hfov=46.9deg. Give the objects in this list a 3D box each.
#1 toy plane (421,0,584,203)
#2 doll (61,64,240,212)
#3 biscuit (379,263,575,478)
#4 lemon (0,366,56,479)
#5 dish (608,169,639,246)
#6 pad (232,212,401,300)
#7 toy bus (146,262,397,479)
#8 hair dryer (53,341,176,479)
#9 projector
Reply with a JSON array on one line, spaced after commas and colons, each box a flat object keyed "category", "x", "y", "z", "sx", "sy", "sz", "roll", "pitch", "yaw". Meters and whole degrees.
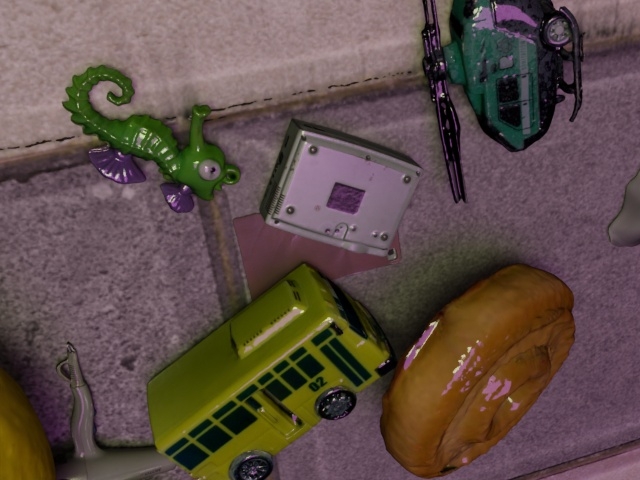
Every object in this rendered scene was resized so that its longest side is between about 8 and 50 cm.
[{"category": "toy plane", "x": 0.170, "y": -0.223, "z": 0.747, "sx": 0.155, "sy": 0.106, "sz": 0.381, "roll": -14, "pitch": 125, "yaw": 3}, {"category": "doll", "x": -0.163, "y": -0.099, "z": 0.731, "sx": 0.190, "sy": 0.050, "sz": 0.115, "roll": 27, "pitch": 109, "yaw": -25}, {"category": "biscuit", "x": 0.199, "y": 0.166, "z": 0.887, "sx": 0.296, "sy": 0.102, "sz": 0.296, "roll": -28, "pitch": 139, "yaw": -27}, {"category": "lemon", "x": -0.409, "y": 0.240, "z": 0.670, "sx": 0.348, "sy": 0.348, "sz": 0.347, "roll": -7, "pitch": 118, "yaw": -14}, {"category": "dish", "x": 0.432, "y": -0.042, "z": 0.951, "sx": 0.091, "sy": 0.039, "sz": 0.137, "roll": 26, "pitch": 105, "yaw": -27}, {"category": "pad", "x": 0.000, "y": 0.000, "z": 0.858, "sx": 0.188, "sy": 0.006, "sz": 0.113, "roll": -15, "pitch": 121, "yaw": -8}, {"category": "toy bus", "x": -0.060, "y": 0.153, "z": 0.842, "sx": 0.262, "sy": 0.128, "sz": 0.150, "roll": -38, "pitch": 123, "yaw": 5}, {"category": "hair dryer", "x": -0.245, "y": 0.220, "z": 0.880, "sx": 0.167, "sy": 0.067, "sz": 0.199, "roll": 10, "pitch": 98, "yaw": -32}, {"category": "projector", "x": 0.022, "y": -0.053, "z": 0.798, "sx": 0.147, "sy": 0.061, "sz": 0.115, "roll": 15, "pitch": 110, "yaw": -19}]
